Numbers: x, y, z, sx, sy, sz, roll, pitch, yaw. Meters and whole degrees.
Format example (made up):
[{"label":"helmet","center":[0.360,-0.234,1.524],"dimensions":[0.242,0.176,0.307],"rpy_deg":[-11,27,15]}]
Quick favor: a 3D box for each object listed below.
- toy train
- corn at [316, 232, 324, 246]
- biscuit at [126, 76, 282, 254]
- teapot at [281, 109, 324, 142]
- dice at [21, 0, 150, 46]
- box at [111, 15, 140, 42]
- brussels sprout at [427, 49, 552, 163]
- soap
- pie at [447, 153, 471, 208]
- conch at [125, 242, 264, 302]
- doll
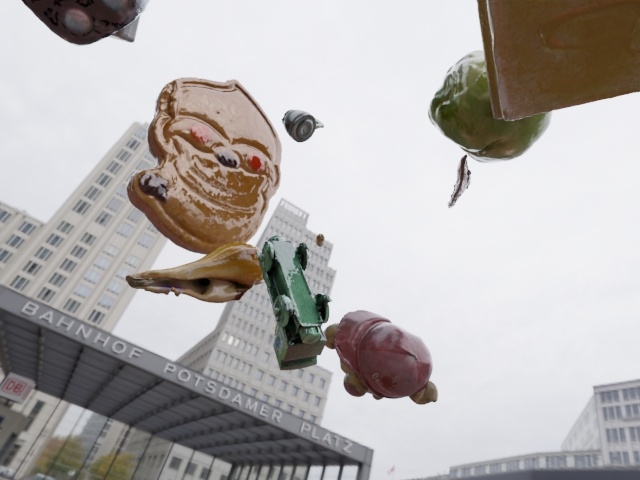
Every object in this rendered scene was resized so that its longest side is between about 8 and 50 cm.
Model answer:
[{"label":"toy train","center":[-0.051,0.090,0.665],"dimensions":[0.083,0.200,0.132],"rpy_deg":[-1,-46,-22]},{"label":"corn","center":[0.000,0.000,1.293],"dimensions":[0.027,0.028,0.083],"rpy_deg":[-22,-17,-8]},{"label":"biscuit","center":[-0.239,-0.185,0.998],"dimensions":[0.078,0.454,0.350],"rpy_deg":[-11,-27,40]},{"label":"teapot","center":[-0.064,-0.353,1.286],"dimensions":[0.091,0.092,0.124],"rpy_deg":[44,15,31]},{"label":"dice","center":[-0.422,-0.473,0.736],"dimensions":[0.183,0.181,0.183],"rpy_deg":[-26,-37,7]},{"label":"box","center":[-0.470,-0.610,1.013],"dimensions":[0.103,0.243,0.055],"rpy_deg":[22,11,23]},{"label":"brussels sprout","center":[0.415,-0.324,1.027],"dimensions":[0.274,0.316,0.242],"rpy_deg":[26,-45,9]},{"label":"soap","center":[0.447,-0.411,0.756],"dimensions":[0.294,0.156,0.334],"rpy_deg":[-10,-73,13]},{"label":"pie","center":[0.278,-0.105,0.844],"dimensions":[0.033,0.088,0.191],"rpy_deg":[23,3,17]},{"label":"conch","center":[-0.205,0.057,0.802],"dimensions":[0.331,0.093,0.109],"rpy_deg":[-1,-60,-42]},{"label":"doll","center":[0.098,0.217,0.787],"dimensions":[0.196,0.152,0.256],"rpy_deg":[21,-11,-8]}]
